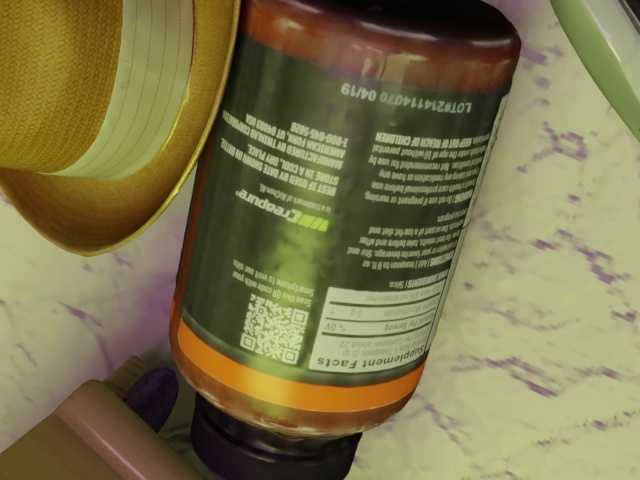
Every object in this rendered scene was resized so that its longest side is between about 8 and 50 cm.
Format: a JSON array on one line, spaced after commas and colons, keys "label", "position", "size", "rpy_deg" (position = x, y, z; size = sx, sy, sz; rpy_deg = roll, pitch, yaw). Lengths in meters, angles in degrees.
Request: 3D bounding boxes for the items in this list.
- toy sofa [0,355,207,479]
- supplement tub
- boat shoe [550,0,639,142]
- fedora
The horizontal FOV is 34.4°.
[{"label": "toy sofa", "position": [-0.152, 0.231, 0.472], "size": [0.150, 0.177, 0.362], "rpy_deg": [43, 115, 4]}, {"label": "supplement tub", "position": [0.000, 0.000, 0.395], "size": [0.106, 0.106, 0.197], "rpy_deg": [17, 115, 6]}, {"label": "boat shoe", "position": [0.133, -0.054, 0.377], "size": [0.040, 0.049, 0.142], "rpy_deg": [-37, 101, 4]}, {"label": "fedora", "position": [-0.111, -0.088, 0.362], "size": [0.194, 0.079, 0.194], "rpy_deg": [8, 102, 43]}]
